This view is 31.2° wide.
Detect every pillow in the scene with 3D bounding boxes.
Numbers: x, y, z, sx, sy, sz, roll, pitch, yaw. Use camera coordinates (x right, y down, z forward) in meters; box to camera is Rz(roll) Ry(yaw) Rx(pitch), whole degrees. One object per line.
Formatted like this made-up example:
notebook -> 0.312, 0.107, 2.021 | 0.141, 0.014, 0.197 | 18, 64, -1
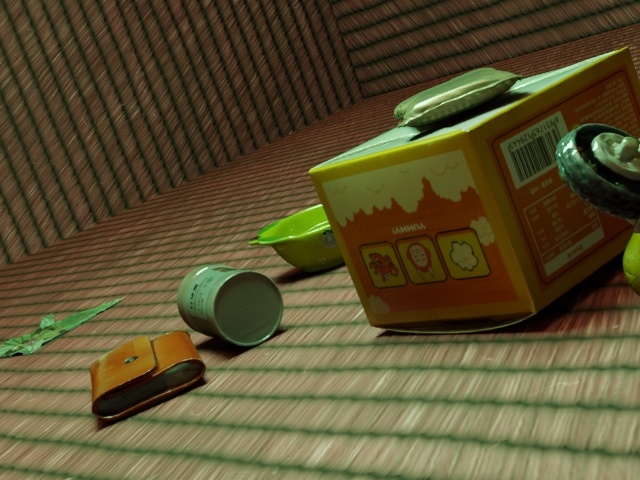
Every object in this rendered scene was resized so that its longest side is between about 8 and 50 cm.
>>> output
pillow -> 0.143, -0.156, 1.231 | 0.135, 0.034, 0.211 | -24, 8, 6

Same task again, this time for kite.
kite -> -0.507, 0.167, 2.065 | 0.323, 0.013, 0.268 | -21, 11, -1

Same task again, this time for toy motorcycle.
toy motorcycle -> 0.360, -0.030, 0.950 | 0.341, 0.223, 0.108 | -11, -38, -37

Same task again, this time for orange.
orange -> 0.315, 0.019, 1.022 | 0.085, 0.085, 0.095 | -21, 12, 0

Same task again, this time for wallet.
wallet -> -0.222, 0.163, 1.443 | 0.142, 0.045, 0.204 | -23, 10, -9

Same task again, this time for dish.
dish -> 0.000, 0.000, 1.743 | 0.208, 0.080, 0.149 | -19, 14, 1

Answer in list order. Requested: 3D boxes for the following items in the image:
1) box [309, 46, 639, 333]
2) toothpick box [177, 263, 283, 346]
box -> 0.195, -0.050, 1.260 | 0.283, 0.214, 0.259 | -28, 9, -36
toothpick box -> -0.120, 0.083, 1.502 | 0.098, 0.098, 0.149 | -25, 12, -22
